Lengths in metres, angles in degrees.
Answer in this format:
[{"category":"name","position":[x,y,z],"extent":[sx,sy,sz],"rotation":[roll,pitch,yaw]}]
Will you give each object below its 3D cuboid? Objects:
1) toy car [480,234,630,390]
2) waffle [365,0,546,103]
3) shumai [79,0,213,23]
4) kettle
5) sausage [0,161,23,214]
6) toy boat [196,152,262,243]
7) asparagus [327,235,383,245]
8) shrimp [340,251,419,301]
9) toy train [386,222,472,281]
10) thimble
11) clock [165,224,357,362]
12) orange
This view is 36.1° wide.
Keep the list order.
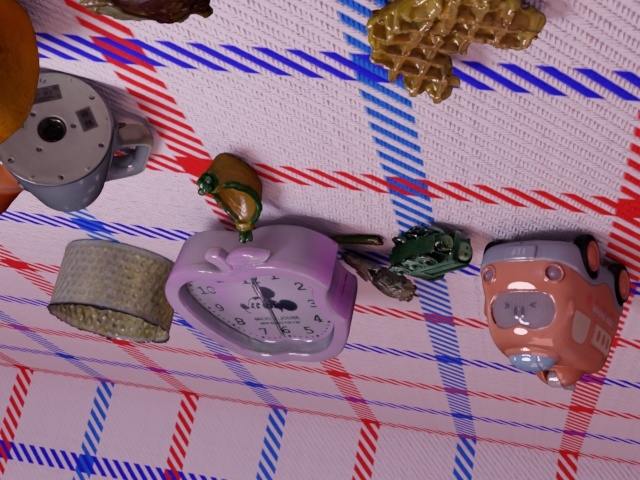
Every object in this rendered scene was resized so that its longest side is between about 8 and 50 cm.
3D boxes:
[{"category":"toy car","position":[0.368,0.118,1.565],"extent":[0.180,0.213,0.270],"rotation":[-4,155,38]},{"category":"waffle","position":[0.135,-0.213,1.027],"extent":[0.149,0.051,0.194],"rotation":[26,151,-36]},{"category":"shumai","position":[-0.186,-0.262,0.938],"extent":[0.184,0.142,0.184],"rotation":[8,158,3]},{"category":"kettle","position":[-0.349,-0.131,1.427],"extent":[0.210,0.160,0.243],"rotation":[-16,171,-11]},{"category":"sausage","position":[-0.538,-0.107,1.647],"extent":[0.089,0.083,0.300],"rotation":[19,157,-28]},{"category":"toy boat","position":[-0.140,-0.069,1.516],"extent":[0.088,0.088,0.229],"rotation":[6,160,16]},{"category":"asparagus","position":[0.000,0.000,1.730],"extent":[0.232,0.022,0.023],"rotation":[-1,-159,25]},{"category":"shrimp","position":[0.102,0.062,1.715],"extent":[0.126,0.048,0.223],"rotation":[30,179,-21]},{"category":"toy train","position":[0.183,0.023,1.623],"extent":[0.111,0.071,0.170],"rotation":[14,164,-23]},{"category":"thimble","position":[-0.433,0.111,2.083],"extent":[0.270,0.150,0.271],"rotation":[9,160,3]},{"category":"clock","position":[-0.098,0.089,1.735],"extent":[0.338,0.102,0.339],"rotation":[10,145,7]},{"category":"orange","position":[-0.451,-0.196,1.159],"extent":[0.248,0.249,0.183],"rotation":[8,177,8]}]
